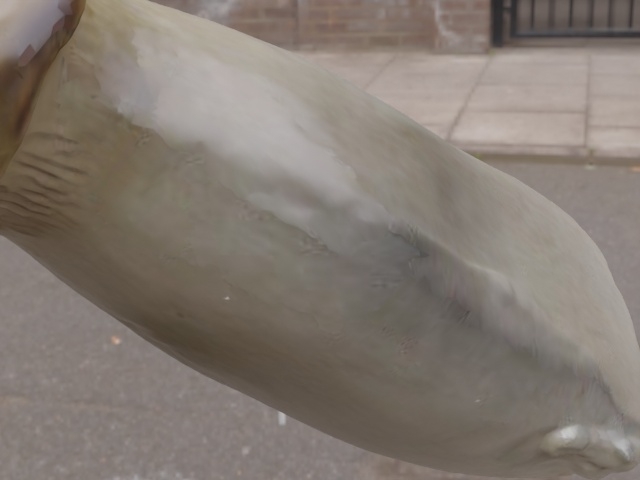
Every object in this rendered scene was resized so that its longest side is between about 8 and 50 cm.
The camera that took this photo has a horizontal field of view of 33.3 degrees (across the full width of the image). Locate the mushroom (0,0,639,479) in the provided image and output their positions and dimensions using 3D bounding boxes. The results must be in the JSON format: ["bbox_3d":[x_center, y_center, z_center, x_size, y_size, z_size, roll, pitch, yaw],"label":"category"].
[{"bbox_3d":[0.002,0.009,0.442,0.407,0.154,0.137,22,-35,-38],"label":"mushroom"}]
